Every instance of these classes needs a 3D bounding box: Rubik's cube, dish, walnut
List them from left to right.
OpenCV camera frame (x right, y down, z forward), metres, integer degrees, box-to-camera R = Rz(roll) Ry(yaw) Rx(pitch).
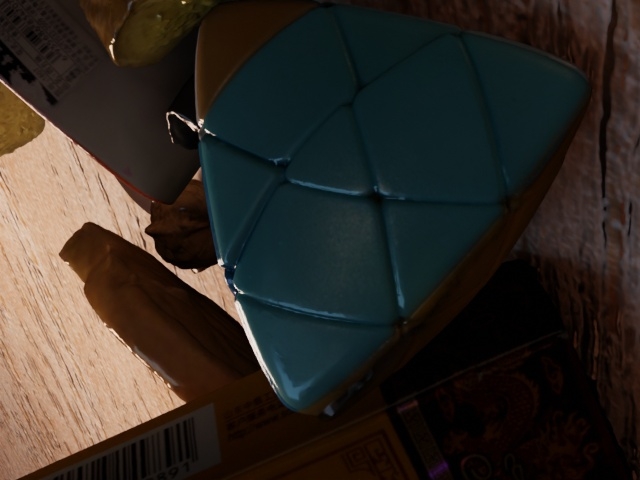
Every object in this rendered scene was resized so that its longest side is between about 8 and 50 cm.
[{"bbox_3d":[-0.164,-0.145,0.978,0.256,0.117,0.256,41,-179,-1],"label":"dish"},{"bbox_3d":[-0.113,-0.014,1.177,0.096,0.082,0.079,3,101,57],"label":"walnut"},{"bbox_3d":[0.034,-0.066,0.771,0.254,0.254,0.254,37,152,24],"label":"Rubik's cube"}]

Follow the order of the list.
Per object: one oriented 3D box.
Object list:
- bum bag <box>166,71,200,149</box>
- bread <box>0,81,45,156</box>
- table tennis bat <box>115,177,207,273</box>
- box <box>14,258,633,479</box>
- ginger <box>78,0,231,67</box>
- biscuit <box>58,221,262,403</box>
[{"bbox_3d":[0.000,0.000,0.954,0.095,0.144,0.340,-7,123,35],"label":"bum bag"},{"bbox_3d":[-0.333,-0.185,1.248,0.266,0.141,0.178,100,165,-60],"label":"bread"},{"bbox_3d":[-0.189,-0.014,1.246,0.170,0.119,0.107,58,153,-13],"label":"table tennis bat"},{"bbox_3d":[0.012,0.213,0.925,0.116,0.415,0.264,-108,-8,-63],"label":"box"},{"bbox_3d":[-0.126,-0.257,0.817,0.270,0.123,0.219,55,132,10],"label":"ginger"},{"bbox_3d":[-0.046,0.130,1.139,0.385,0.062,0.365,42,177,-28],"label":"biscuit"}]
